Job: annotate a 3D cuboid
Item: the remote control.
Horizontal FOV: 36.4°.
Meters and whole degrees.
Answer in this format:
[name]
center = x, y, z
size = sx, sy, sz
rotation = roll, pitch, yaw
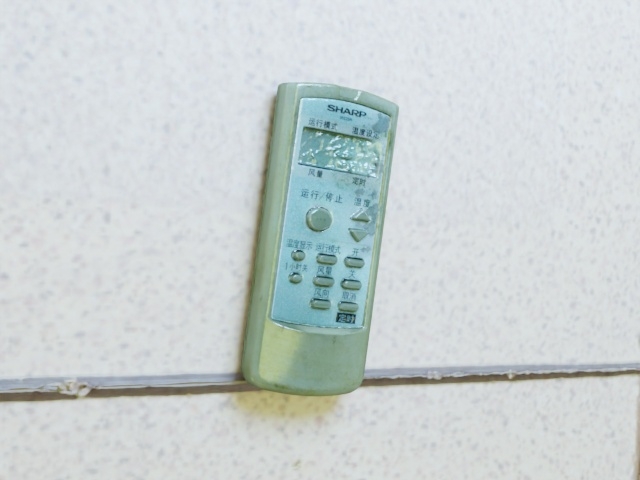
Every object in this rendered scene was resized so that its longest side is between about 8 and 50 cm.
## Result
[remote control]
center = 0.000, 0.000, 0.730
size = 0.098, 0.038, 0.233
rotation = 8, 89, -28
